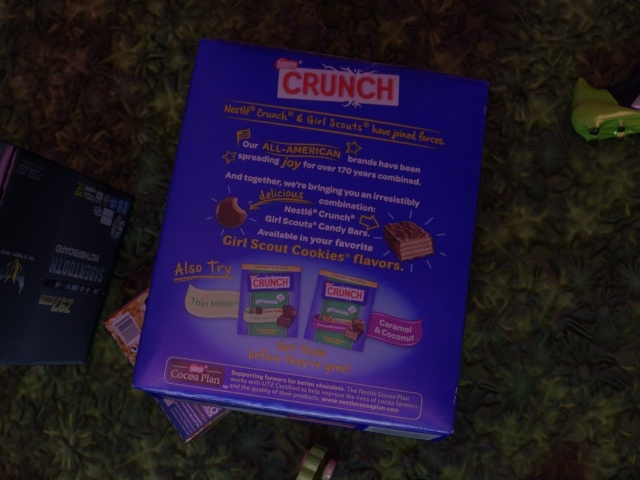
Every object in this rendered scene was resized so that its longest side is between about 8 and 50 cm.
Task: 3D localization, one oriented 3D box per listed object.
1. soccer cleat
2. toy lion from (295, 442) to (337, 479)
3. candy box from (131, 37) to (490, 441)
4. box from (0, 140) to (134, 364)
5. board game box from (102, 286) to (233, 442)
[{"bbox_3d":[0.328,-0.133,0.853,0.179,0.060,0.072,-2,70,8],"label":"soccer cleat"},{"bbox_3d":[-0.016,0.235,0.833,0.034,0.096,0.100,22,87,10],"label":"toy lion"},{"bbox_3d":[0.000,0.000,0.809,0.268,0.122,0.317,9,76,1],"label":"candy box"},{"bbox_3d":[-0.264,0.019,0.824,0.059,0.233,0.183,15,85,15],"label":"box"},{"bbox_3d":[-0.093,0.081,0.888,0.193,0.045,0.146,-37,79,2],"label":"board game box"}]
